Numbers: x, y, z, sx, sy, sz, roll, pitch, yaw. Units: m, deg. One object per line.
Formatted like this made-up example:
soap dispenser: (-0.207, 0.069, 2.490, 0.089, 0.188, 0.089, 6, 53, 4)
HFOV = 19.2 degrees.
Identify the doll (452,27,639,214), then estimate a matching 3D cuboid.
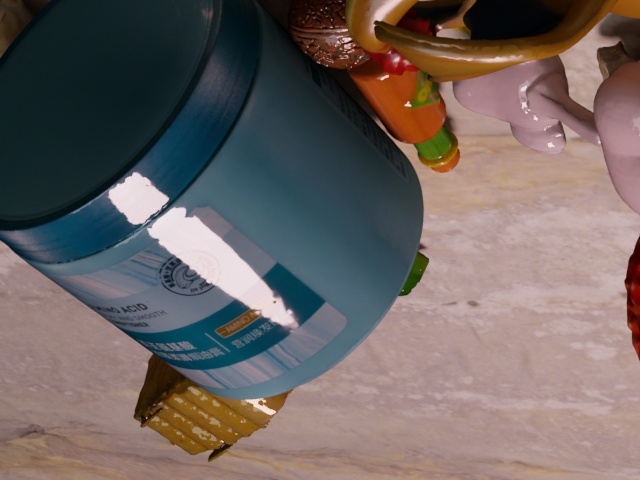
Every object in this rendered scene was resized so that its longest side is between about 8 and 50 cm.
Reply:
doll: (0.230, -0.117, 1.657, 0.365, 0.094, 0.160, 28, 150, 46)

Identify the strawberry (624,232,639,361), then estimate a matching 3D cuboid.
strawberry: (0.442, 0.088, 1.865, 0.292, 0.310, 0.292, 8, 152, 4)

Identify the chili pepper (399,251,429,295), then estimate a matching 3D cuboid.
chili pepper: (-0.001, 0.001, 2.145, 0.253, 0.083, 0.099, 20, 151, -17)

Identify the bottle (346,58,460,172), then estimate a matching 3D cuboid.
bottle: (0.091, -0.133, 1.892, 0.069, 0.069, 0.187, -2, 147, 28)

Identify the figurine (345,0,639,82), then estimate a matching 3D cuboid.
figurine: (0.182, -0.259, 1.471, 0.387, 0.268, 0.401, -4, -178, 2)

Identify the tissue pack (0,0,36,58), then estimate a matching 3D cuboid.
tissue pack: (-0.333, -0.159, 2.017, 0.186, 0.090, 0.222, -11, 142, 34)

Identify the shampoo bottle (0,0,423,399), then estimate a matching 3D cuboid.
shampoo bottle: (-0.118, -0.059, 1.848, 0.331, 0.331, 0.342, -11, 142, 38)

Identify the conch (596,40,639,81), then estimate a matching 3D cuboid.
conch: (0.357, -0.109, 1.731, 0.245, 0.163, 0.178, 35, 171, 24)

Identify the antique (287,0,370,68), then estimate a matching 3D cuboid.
antique: (0.018, -0.208, 1.763, 0.104, 0.104, 0.104, 12, 150, 7)

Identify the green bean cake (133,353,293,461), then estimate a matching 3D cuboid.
green bean cake: (-0.114, 0.130, 2.270, 0.131, 0.224, 0.229, 32, 144, -20)
